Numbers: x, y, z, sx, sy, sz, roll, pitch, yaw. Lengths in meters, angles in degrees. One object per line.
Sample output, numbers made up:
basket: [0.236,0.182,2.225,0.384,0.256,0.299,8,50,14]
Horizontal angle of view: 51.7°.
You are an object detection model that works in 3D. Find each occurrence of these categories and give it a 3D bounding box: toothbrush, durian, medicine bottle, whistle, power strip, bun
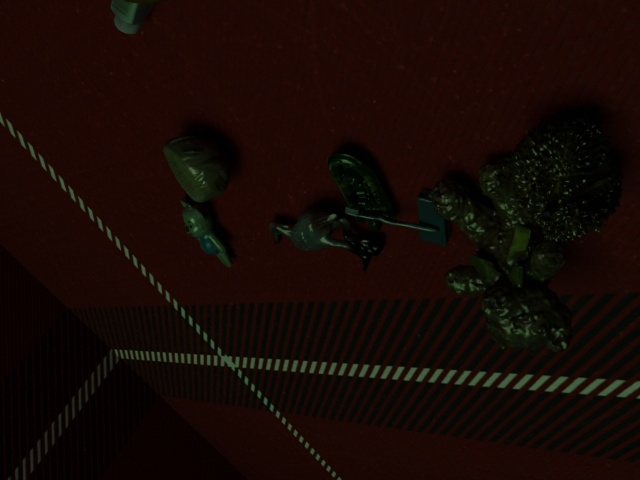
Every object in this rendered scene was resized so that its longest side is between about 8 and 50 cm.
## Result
toothbrush: [0.140,-0.040,1.312,0.193,0.013,0.019,14,133,14]
durian: [0.366,-0.089,0.991,0.196,0.196,0.167,42,140,-13]
medicine bottle: [-0.348,-0.442,1.230,0.055,0.074,0.118,37,147,-7]
whistle: [-0.295,-0.011,1.726,0.114,0.077,0.236,28,154,42]
power strip: [0.223,-0.046,1.298,0.056,0.032,0.123,13,141,26]
bun: [-0.263,-0.170,1.465,0.173,0.113,0.167,28,149,51]

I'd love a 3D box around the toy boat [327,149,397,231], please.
toy boat: [0.080,-0.102,1.325,0.104,0.052,0.210,5,141,38]

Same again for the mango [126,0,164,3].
mango: [-0.297,-0.457,1.121,0.165,0.089,0.115,-23,109,10]

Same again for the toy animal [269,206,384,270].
toy animal: [-0.019,-0.015,1.482,0.324,0.090,0.195,10,149,32]

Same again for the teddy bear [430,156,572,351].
teddy bear: [0.309,0.038,1.157,0.246,0.222,0.296,-22,121,44]
